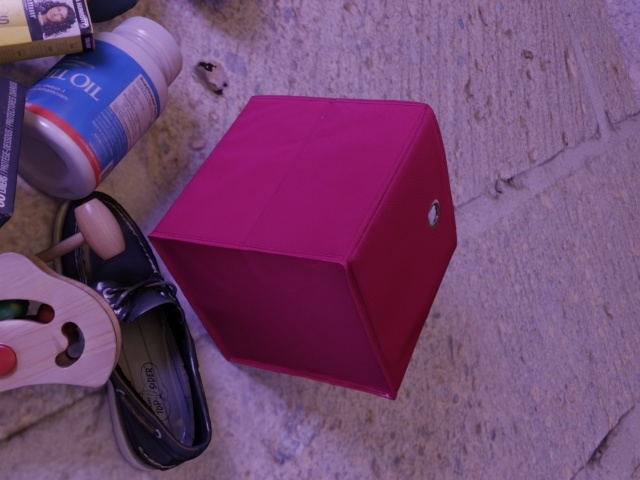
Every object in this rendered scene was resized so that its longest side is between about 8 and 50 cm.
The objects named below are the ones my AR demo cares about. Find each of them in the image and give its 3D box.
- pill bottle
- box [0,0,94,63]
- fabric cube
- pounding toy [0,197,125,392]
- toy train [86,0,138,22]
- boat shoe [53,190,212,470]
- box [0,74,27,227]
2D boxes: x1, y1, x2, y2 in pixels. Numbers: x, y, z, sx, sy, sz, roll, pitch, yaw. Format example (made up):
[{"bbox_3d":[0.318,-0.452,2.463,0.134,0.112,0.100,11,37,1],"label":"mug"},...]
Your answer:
[{"bbox_3d":[-0.256,-0.163,0.815,0.124,0.124,0.221,47,50,-24],"label":"pill bottle"},{"bbox_3d":[-0.357,-0.224,0.715,0.232,0.058,0.087,-13,88,-16],"label":"box"},{"bbox_3d":[0.000,0.000,0.869,0.258,0.259,0.254,-61,146,-36],"label":"fabric cube"},{"bbox_3d":[-0.287,0.095,0.703,0.269,0.155,0.154,-38,96,-11],"label":"pounding toy"},{"bbox_3d":[-0.307,-0.427,0.842,0.190,0.142,0.333,18,65,-52],"label":"toy train"},{"bbox_3d":[-0.204,0.097,0.799,0.127,0.113,0.339,-10,85,-44],"label":"boat shoe"},{"bbox_3d":[-0.418,-0.089,0.603,0.270,0.143,0.165,18,49,-39],"label":"box"}]
